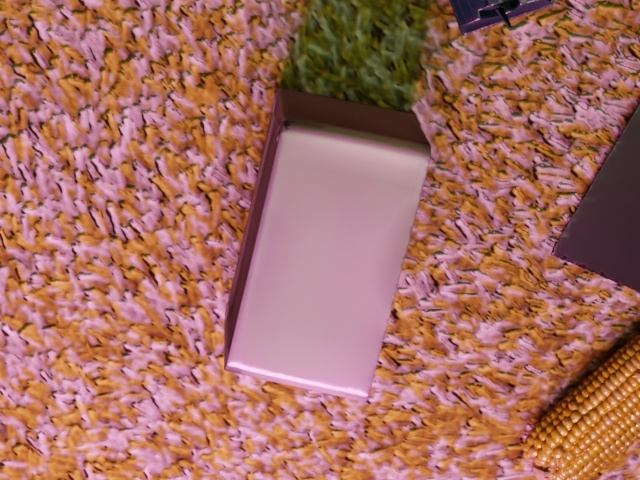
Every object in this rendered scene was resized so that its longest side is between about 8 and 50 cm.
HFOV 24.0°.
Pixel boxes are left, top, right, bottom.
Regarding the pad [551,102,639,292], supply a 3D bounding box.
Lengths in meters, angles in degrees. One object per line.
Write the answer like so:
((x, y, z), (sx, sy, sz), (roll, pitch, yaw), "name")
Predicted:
((0.418, -0.093, 1.458), (0.247, 0.007, 0.367), (23, 109, -11), "pad")

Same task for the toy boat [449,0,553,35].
((0.133, -0.305, 1.350), (0.093, 0.103, 0.246), (-18, 95, 15), "toy boat")

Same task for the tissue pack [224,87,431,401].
((0.000, 0.000, 1.390), (0.136, 0.159, 0.246), (11, 107, -7), "tissue pack")

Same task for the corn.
((0.307, 0.155, 1.504), (0.248, 0.081, 0.081), (-43, 106, 10), "corn")
